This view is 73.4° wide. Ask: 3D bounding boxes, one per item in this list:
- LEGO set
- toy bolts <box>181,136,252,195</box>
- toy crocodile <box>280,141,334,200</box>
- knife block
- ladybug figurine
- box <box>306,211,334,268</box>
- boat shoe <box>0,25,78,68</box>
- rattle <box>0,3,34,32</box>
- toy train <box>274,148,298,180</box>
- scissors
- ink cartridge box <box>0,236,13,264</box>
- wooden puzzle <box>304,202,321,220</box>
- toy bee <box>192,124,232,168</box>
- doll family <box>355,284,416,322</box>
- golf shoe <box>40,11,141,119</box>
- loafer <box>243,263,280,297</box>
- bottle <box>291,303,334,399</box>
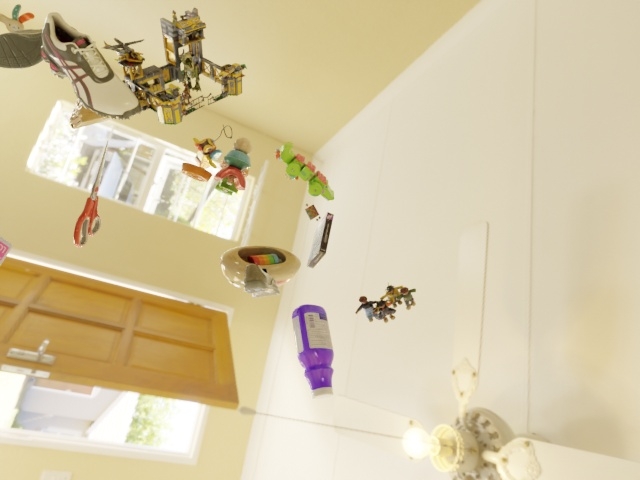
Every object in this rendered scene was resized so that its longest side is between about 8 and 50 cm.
[{"bbox_3d":[-0.364,-0.470,1.116,0.255,0.331,0.192,41,-36,24],"label":"LEGO set"},{"bbox_3d":[-0.312,-0.258,1.388,0.228,0.218,0.158,3,-107,59],"label":"toy bolts"},{"bbox_3d":[-0.056,-0.306,1.945,0.105,0.340,0.115,-40,-157,25],"label":"toy crocodile"},{"bbox_3d":[-0.809,-0.514,1.675,0.088,0.242,0.275,-11,-116,38],"label":"knife block"},{"bbox_3d":[-0.301,0.144,2.199,0.305,0.449,0.162,41,-57,46],"label":"ladybug figurine"},{"bbox_3d":[0.000,0.000,1.438,0.116,0.029,0.162,128,-20,-54],"label":"box"},{"bbox_3d":[-1.033,-0.702,1.547,0.103,0.320,0.118,42,-27,54],"label":"boat shoe"},{"bbox_3d":[-1.186,-0.792,1.605,0.143,0.200,0.130,-99,171,-62],"label":"rattle"},{"bbox_3d":[-0.164,-0.350,2.036,0.046,0.125,0.166,-35,-113,37],"label":"toy train"},{"bbox_3d":[-0.605,-0.116,1.139,0.109,0.021,0.297,-69,-177,-63],"label":"scissors"},{"bbox_3d":[-0.922,0.094,1.052,0.186,0.065,0.311,78,25,-58],"label":"ink cartridge box"},{"bbox_3d":[-0.033,-0.111,1.696,0.049,0.083,0.006,-33,-173,-35],"label":"wooden puzzle"},{"bbox_3d":[-0.602,-0.483,2.241,0.195,0.162,0.298,39,-52,22],"label":"toy bee"},{"bbox_3d":[0.200,0.189,1.320,0.193,0.111,0.076,-35,-135,-2],"label":"doll family"},{"bbox_3d":[-0.527,-0.386,0.974,0.105,0.273,0.120,-51,-179,-36],"label":"golf shoe"},{"bbox_3d":[-0.180,0.124,1.331,0.251,0.094,0.087,84,-1,-76],"label":"loafer"},{"bbox_3d":[-0.017,0.342,1.332,0.092,0.118,0.283,-37,-129,37],"label":"bottle"}]
